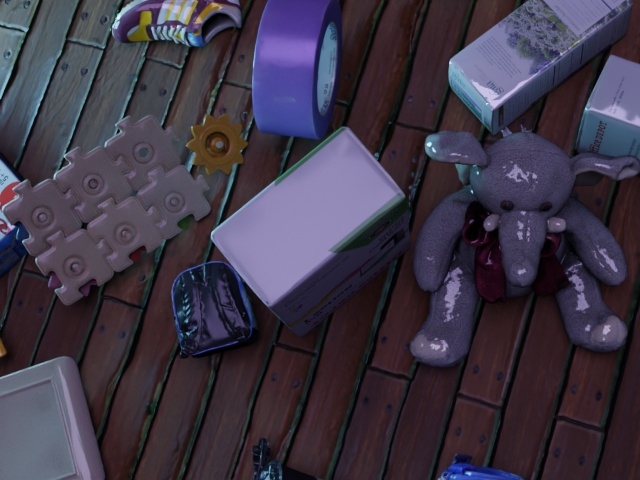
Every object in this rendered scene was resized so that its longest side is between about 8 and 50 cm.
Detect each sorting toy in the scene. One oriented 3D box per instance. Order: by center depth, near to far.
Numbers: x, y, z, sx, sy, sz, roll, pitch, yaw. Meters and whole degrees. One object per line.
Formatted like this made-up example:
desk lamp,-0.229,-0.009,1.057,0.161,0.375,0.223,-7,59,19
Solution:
sorting toy,-0.396,0.265,1.507,0.196,0.047,0.347,-18,74,-1

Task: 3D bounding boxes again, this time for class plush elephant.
plush elephant,0.242,-0.020,1.376,0.272,0.255,0.329,1,76,9

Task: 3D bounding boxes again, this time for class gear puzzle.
gear puzzle,-0.251,-0.073,1.541,0.339,0.044,0.175,-34,106,-13

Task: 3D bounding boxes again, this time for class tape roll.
tape roll,-0.028,-0.231,1.504,0.080,0.189,0.188,7,77,9

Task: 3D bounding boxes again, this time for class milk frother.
milk frother,-0.021,0.317,1.417,0.135,0.129,0.143,24,45,-21

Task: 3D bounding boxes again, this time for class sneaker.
sneaker,-0.203,-0.308,1.612,0.186,0.069,0.083,-21,69,3

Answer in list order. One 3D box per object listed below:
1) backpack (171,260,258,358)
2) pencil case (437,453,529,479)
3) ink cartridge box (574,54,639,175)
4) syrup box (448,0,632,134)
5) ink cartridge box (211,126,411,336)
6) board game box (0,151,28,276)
backpack,-0.141,0.090,1.492,0.105,0.084,0.114,-16,79,3
pencil case,0.167,0.410,1.347,0.133,0.119,0.306,20,78,-12
ink cartridge box,0.438,-0.137,1.432,0.208,0.153,0.086,22,77,12
syrup box,0.291,-0.256,1.513,0.237,0.096,0.093,-38,72,-2
ink cartridge box,0.000,0.000,1.397,0.201,0.278,0.117,-39,77,-3
board game box,-0.577,-0.039,1.588,0.302,0.086,0.308,-44,74,-5
